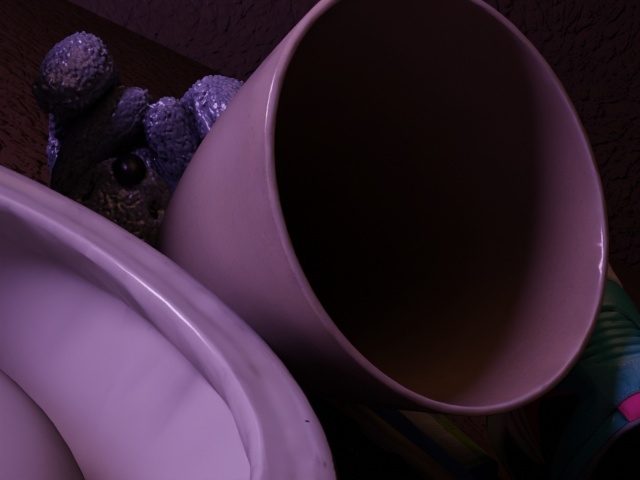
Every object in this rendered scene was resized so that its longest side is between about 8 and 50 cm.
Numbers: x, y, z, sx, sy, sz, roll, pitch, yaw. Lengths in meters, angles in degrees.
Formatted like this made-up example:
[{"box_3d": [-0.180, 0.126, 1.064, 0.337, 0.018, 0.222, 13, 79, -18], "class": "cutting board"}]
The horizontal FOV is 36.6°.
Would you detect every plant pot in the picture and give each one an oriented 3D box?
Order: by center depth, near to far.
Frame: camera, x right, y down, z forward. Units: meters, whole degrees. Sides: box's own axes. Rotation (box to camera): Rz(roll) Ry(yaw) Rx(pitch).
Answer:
[{"box_3d": [0.000, 0.000, 0.651, 0.256, 0.256, 0.274, 18, -23, -31], "class": "plant pot"}]

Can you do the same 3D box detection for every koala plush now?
[{"box_3d": [-0.166, -0.023, 0.821, 0.196, 0.203, 0.221, 14, 38, -13], "class": "koala plush"}]

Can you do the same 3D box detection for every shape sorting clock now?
[{"box_3d": [0.070, 0.153, 0.772, 0.206, 0.040, 0.206, 38, 4, -3], "class": "shape sorting clock"}]

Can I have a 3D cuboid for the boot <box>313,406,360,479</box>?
[{"box_3d": [-0.006, 0.149, 0.631, 0.137, 0.077, 0.198, 23, 15, -35], "class": "boot"}]

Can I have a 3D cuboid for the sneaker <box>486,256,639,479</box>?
[{"box_3d": [0.206, 0.165, 0.700, 0.124, 0.295, 0.178, -17, 47, -2], "class": "sneaker"}]

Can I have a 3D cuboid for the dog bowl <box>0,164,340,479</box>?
[{"box_3d": [-0.205, 0.077, 0.371, 0.408, 0.150, 0.408, 25, 14, -7], "class": "dog bowl"}]
